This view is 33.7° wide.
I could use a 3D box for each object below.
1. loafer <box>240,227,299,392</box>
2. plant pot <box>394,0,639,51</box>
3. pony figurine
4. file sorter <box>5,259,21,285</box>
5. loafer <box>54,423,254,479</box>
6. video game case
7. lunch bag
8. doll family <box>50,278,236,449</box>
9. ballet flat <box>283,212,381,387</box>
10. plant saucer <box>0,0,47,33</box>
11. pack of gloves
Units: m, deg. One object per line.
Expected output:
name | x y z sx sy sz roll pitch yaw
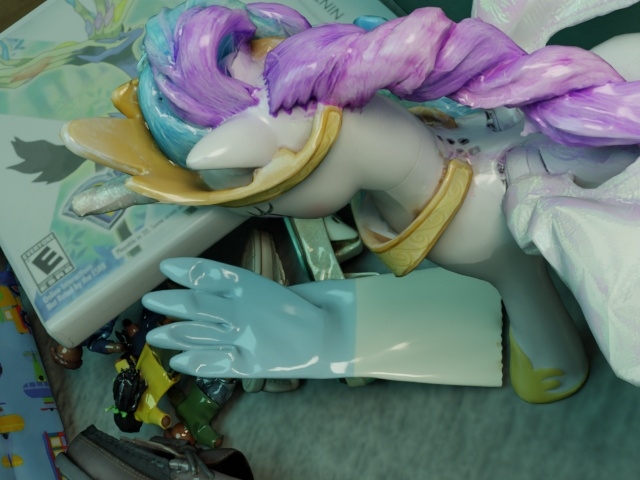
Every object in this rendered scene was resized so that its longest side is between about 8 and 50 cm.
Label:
loafer | -0.037 0.052 0.773 0.045 0.039 0.125 130 143 -58
plant pot | 0.107 -0.273 0.626 0.293 0.235 0.293 -14 66 35
pony figurine | 0.123 -0.044 0.450 0.351 0.363 0.303 -26 60 31
file sorter | -0.358 -0.011 1.008 0.170 0.104 0.118 -7 70 37
loafer | -0.052 0.188 0.708 0.302 0.109 0.095 23 71 36
video game case | -0.124 -0.120 0.810 0.329 0.036 0.300 -37 54 -3
lunch bag | -0.371 0.187 0.904 0.293 0.138 0.221 -33 68 25
doll family | -0.140 0.090 0.821 0.111 0.076 0.193 -58 44 15
ballet flat | 0.014 0.023 0.736 0.052 0.057 0.168 -20 64 3
plant saucer | -0.221 -0.129 0.904 0.278 0.041 0.278 -6 63 12
pack of gloves | 0.000 0.000 0.697 0.232 0.046 0.195 2 71 0
